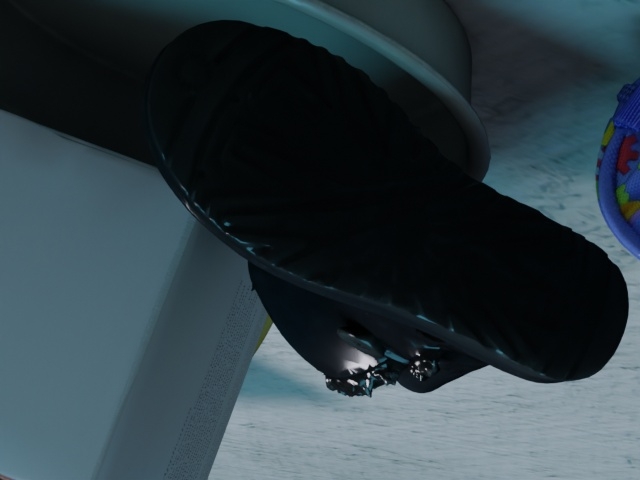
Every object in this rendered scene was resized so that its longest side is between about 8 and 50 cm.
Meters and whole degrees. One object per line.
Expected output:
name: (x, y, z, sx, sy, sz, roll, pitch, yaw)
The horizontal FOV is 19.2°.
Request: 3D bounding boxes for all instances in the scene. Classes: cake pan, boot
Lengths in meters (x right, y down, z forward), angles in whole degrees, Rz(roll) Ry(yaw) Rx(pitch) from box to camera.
cake pan: (-0.056, -0.091, 0.913, 0.293, 0.054, 0.293, 14, 163, 4)
boot: (0.000, 0.000, 0.893, 0.246, 0.094, 0.207, 29, 164, -16)

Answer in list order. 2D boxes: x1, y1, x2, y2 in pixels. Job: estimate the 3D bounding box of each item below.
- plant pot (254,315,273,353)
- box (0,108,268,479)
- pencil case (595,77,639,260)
plant pot: (-0.103, 0.068, 1.365, 0.134, 0.095, 0.134, 13, 162, 4)
box: (-0.164, 0.038, 1.074, 0.215, 0.168, 0.345, 19, 174, 8)
pencil case: (0.207, 0.011, 0.903, 0.133, 0.119, 0.306, 32, 171, 26)
